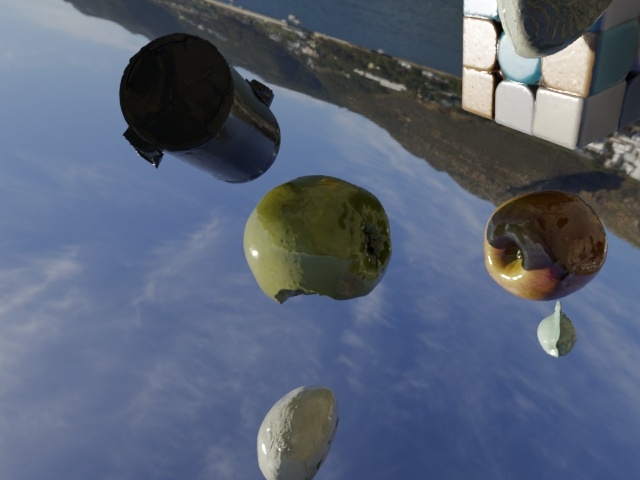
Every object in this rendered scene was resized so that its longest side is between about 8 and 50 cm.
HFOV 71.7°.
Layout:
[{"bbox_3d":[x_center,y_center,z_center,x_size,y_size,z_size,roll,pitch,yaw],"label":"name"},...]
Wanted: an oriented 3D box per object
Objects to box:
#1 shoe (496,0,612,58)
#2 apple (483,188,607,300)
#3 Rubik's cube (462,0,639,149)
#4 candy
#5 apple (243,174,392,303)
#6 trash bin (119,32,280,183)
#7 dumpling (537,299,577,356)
[{"bbox_3d":[0.246,-0.378,0.518,0.132,0.343,0.210,1,-173,-6],"label":"shoe"},{"bbox_3d":[0.418,0.008,0.841,0.187,0.211,0.211,-12,-145,-26],"label":"apple"},{"bbox_3d":[0.543,-0.447,0.941,0.346,0.347,0.344,-26,-141,-14],"label":"Rubik's cube"},{"bbox_3d":[-0.062,0.505,1.175,0.185,0.296,0.295,28,-155,4],"label":"candy"},{"bbox_3d":[0.000,0.000,0.833,0.278,0.279,0.279,15,-156,-7],"label":"apple"},{"bbox_3d":[-0.208,-0.235,0.849,0.202,0.252,0.301,36,-176,9],"label":"trash bin"},{"bbox_3d":[0.755,0.278,1.395,0.104,0.149,0.216,35,-161,19],"label":"dumpling"}]
